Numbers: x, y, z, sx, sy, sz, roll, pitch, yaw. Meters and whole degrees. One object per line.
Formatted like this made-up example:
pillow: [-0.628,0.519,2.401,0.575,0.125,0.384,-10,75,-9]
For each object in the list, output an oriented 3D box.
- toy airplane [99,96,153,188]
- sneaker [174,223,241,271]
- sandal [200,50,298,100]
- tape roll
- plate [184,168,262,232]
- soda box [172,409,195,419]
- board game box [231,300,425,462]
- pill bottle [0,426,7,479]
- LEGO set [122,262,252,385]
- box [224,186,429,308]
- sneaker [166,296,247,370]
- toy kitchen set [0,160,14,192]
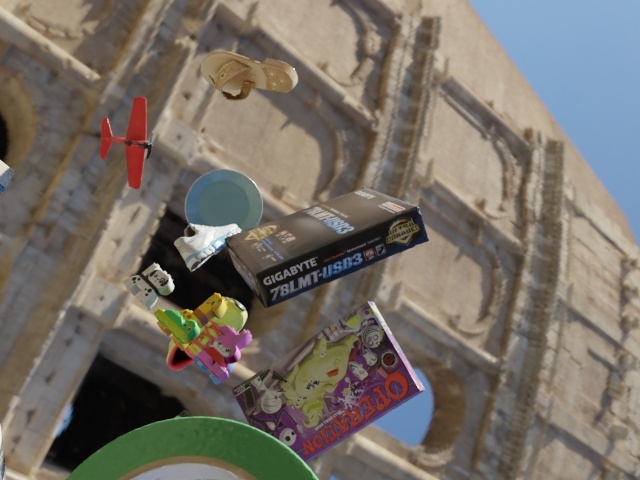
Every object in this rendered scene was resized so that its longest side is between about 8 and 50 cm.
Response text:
toy airplane: [-0.317,-0.163,1.408,0.151,0.028,0.151,3,-86,45]
sneaker: [-0.235,-0.009,1.801,0.071,0.083,0.191,-43,177,29]
sandal: [-0.163,-0.311,1.694,0.240,0.088,0.079,10,-133,32]
tape roll: [-0.126,0.328,0.806,0.322,0.077,0.321,-6,-122,9]
plate: [-0.234,-0.083,2.105,0.188,0.188,0.024,-52,-165,6]
soda box: [-0.274,0.371,1.492,0.053,0.060,0.169,21,-133,40]
board game box: [0.010,0.298,1.730,0.347,0.056,0.208,-35,-104,13]
pill bottle: [-0.458,0.276,1.029,0.161,0.161,0.283,-97,-165,-50]
LEGO set: [-0.163,0.111,1.207,0.093,0.087,0.227,-41,-125,-17]
box: [0.000,0.000,1.516,0.293,0.073,0.295,-23,-164,-10]
sneaker: [-0.221,0.189,1.672,0.208,0.081,0.094,-40,-166,28]
toy kitchen set: [-0.662,-0.094,1.462,0.122,0.207,0.166,80,31,-78]
